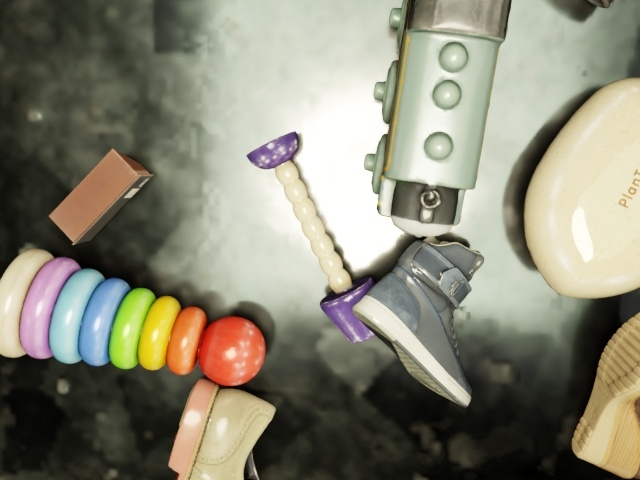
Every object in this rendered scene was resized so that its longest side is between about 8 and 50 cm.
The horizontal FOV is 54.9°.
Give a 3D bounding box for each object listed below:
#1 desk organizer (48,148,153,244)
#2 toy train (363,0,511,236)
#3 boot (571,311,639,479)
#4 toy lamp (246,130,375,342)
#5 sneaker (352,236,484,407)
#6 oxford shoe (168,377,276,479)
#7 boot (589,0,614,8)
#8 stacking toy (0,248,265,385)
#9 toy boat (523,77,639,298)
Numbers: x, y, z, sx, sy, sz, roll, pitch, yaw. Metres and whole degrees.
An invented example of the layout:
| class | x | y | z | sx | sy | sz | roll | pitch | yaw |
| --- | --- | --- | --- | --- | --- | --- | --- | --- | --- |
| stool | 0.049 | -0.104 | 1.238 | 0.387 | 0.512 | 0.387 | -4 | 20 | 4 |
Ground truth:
| class | x | y | z | sx | sy | sz | roll | pitch | yaw |
| --- | --- | --- | --- | --- | --- | --- | --- | --- | --- |
| desk organizer | -0.289 | -0.058 | 0.809 | 0.130 | 0.047 | 0.050 | -43 | 91 | 9 |
| toy train | 0.130 | -0.164 | 0.685 | 0.142 | 0.190 | 0.333 | 10 | 99 | 4 |
| boot | 0.448 | 0.198 | 0.757 | 0.207 | 0.090 | 0.248 | 12 | 117 | -5 |
| toy lamp | 0.000 | 0.000 | 0.778 | 0.080 | 0.080 | 0.274 | -26 | 97 | 8 |
| sneaker | 0.161 | 0.096 | 0.775 | 0.163 | 0.086 | 0.226 | -50 | 121 | -15 |
| oxford shoe | -0.149 | 0.365 | 0.826 | 0.130 | 0.123 | 0.348 | 14 | 101 | -3 |
| boot | 0.396 | -0.341 | 0.688 | 0.223 | 0.118 | 0.338 | -45 | 82 | 12 |
| stacking toy | -0.233 | 0.111 | 0.794 | 0.330 | 0.141 | 0.141 | 12 | 99 | -2 |
| toy boat | 0.400 | -0.019 | 0.722 | 0.318 | 0.148 | 0.267 | 33 | 95 | 7 |
